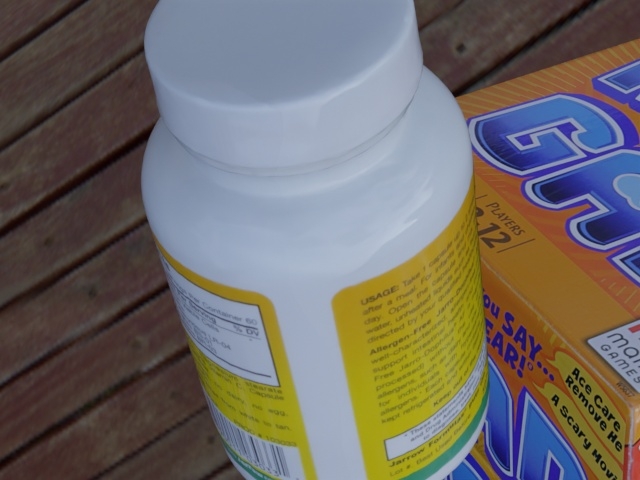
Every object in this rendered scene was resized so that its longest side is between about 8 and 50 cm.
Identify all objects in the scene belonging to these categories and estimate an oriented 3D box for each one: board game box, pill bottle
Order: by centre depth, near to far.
[{"bbox_3d":[0.000,0.000,0.497,0.118,0.117,0.208,-11,136,1],"label":"pill bottle"},{"bbox_3d":[0.269,0.093,0.991,0.356,0.356,0.356,-19,126,-16],"label":"board game box"}]
